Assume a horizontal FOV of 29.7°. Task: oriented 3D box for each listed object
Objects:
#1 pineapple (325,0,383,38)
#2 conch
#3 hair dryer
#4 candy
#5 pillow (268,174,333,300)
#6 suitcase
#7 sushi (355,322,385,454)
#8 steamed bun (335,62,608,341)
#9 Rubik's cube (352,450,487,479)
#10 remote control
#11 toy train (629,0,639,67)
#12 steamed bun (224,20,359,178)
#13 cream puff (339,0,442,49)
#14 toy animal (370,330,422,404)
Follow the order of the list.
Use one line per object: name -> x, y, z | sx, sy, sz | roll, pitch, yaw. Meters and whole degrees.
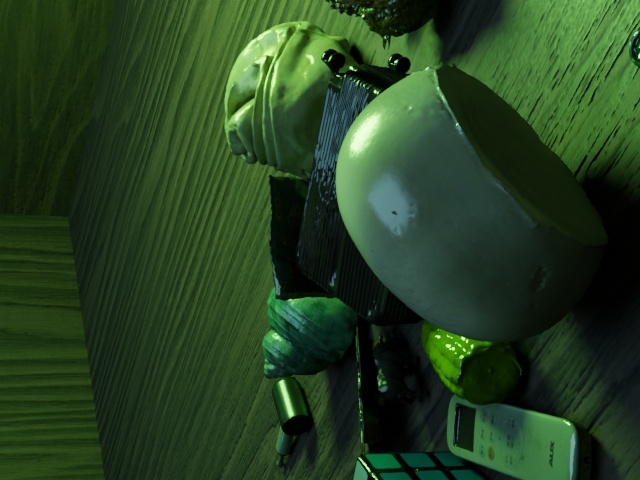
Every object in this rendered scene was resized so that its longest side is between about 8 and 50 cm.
pineapple -> 0.065, -0.388, 1.917 | 0.103, 0.083, 0.221 | -68, 25, 7
conch -> -0.027, 0.150, 2.023 | 0.196, 0.134, 0.202 | -111, 33, -59
hair dryer -> -0.065, 0.350, 2.224 | 0.100, 0.057, 0.197 | -110, 25, -46
candy -> 0.184, 0.143, 1.574 | 0.209, 0.097, 0.096 | -140, 55, -69
pillow -> 0.001, -0.002, 1.861 | 0.034, 0.255, 0.189 | -6, 85, 35
suitcase -> 0.092, -0.072, 1.675 | 0.229, 0.152, 0.335 | 35, 121, 48
sushi -> 0.080, 0.242, 1.870 | 0.192, 0.040, 0.210 | 89, 179, -69
steamed bun -> 0.156, -0.030, 1.350 | 0.206, 0.324, 0.324 | -43, 43, 23
Rubik's cube -> 0.134, 0.379, 1.576 | 0.162, 0.161, 0.163 | -132, 49, -61
remote control -> 0.239, 0.245, 1.493 | 0.309, 0.038, 0.090 | -176, 89, -68
toy train -> 0.366, -0.234, 1.165 | 0.136, 0.091, 0.227 | -33, 55, 51
steamed bun -> -0.069, -0.239, 2.074 | 0.289, 0.203, 0.276 | -118, 37, -52
cream puff -> 0.098, -0.367, 1.738 | 0.169, 0.183, 0.183 | 60, 167, -21
toy animal -> 0.109, 0.183, 1.783 | 0.135, 0.065, 0.047 | -92, 20, -44
